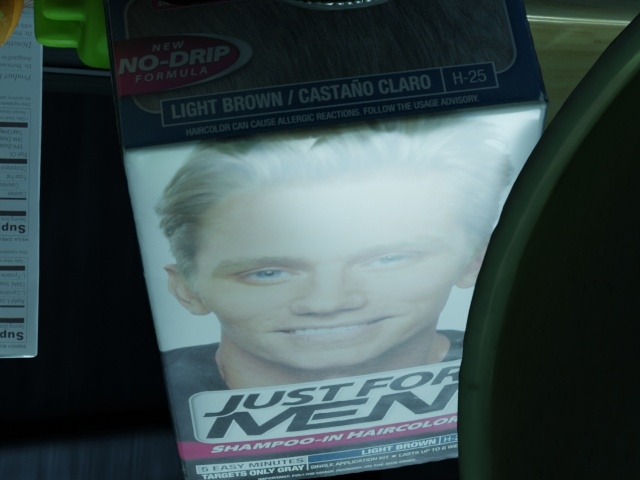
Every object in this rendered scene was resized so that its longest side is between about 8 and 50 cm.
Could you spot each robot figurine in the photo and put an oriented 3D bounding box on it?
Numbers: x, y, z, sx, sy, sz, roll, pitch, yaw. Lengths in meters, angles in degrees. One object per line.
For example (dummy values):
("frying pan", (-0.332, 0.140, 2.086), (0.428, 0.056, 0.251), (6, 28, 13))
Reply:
("robot figurine", (-0.073, -0.111, 0.850), (0.115, 0.067, 0.101), (1, 155, -16))

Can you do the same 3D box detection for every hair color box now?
("hair color box", (0.000, 0.000, 0.888), (0.173, 0.105, 0.347), (-7, 150, -3))

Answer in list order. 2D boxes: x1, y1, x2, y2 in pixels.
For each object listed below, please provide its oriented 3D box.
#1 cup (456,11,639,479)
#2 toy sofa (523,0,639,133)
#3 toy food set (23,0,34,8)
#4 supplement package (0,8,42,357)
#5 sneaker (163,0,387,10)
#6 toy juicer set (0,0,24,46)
("cup", (0.224, 0.010, 0.483), (0.331, 0.331, 0.237), (3, -151, 19))
("toy sofa", (0.139, -0.076, 1.116), (0.362, 0.150, 0.177), (1, -173, -14))
("toy food set", (-0.165, -0.135, 0.999), (0.132, 0.039, 0.192), (3, -177, 26))
("supplement package", (-0.263, -0.046, 1.266), (0.133, 0.244, 0.139), (1, -178, -14))
("sneaker", (-0.041, -0.115, 0.703), (0.170, 0.051, 0.089), (7, -177, 9))
("toy juicer set", (-0.246, -0.116, 0.779), (0.209, 0.090, 0.329), (-23, -157, -29))
